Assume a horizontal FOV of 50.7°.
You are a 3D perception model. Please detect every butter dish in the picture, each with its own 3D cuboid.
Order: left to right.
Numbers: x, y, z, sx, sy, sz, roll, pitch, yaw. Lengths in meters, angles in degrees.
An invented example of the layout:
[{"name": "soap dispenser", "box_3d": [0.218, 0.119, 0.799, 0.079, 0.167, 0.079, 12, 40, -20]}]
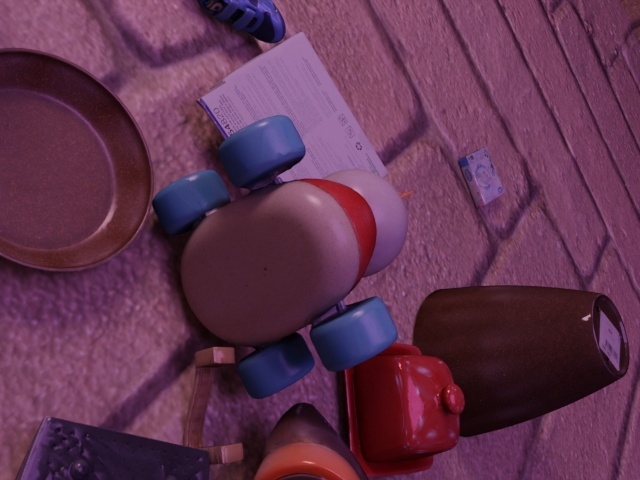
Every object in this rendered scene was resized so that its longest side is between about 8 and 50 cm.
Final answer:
[{"name": "butter dish", "box_3d": [0.116, 0.194, 0.803, 0.160, 0.118, 0.160, 14, 66, -44]}]

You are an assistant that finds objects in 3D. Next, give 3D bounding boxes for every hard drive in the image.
[{"name": "hard drive", "box_3d": [-0.174, 0.275, 0.502, 0.172, 0.054, 0.255, 28, 56, -38]}]

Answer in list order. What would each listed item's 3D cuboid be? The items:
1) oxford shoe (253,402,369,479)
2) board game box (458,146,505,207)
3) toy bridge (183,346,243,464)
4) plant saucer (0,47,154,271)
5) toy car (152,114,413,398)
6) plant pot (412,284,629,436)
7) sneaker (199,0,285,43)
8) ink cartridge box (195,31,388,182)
[{"name": "oxford shoe", "box_3d": [0.038, 0.326, 0.663, 0.133, 0.130, 0.364, -84, 159, -71]}, {"name": "board game box", "box_3d": [0.282, -0.112, 1.177, 0.090, 0.020, 0.090, -26, 94, -49]}, {"name": "toy bridge", "box_3d": [-0.097, 0.195, 0.610, 0.026, 0.063, 0.188, 7, 70, -46]}, {"name": "plant saucer", "box_3d": [-0.238, -0.066, 0.581, 0.198, 0.036, 0.199, 20, 61, -41]}, {"name": "toy car", "box_3d": [0.000, 0.000, 0.684, 0.238, 0.210, 0.219, -25, 87, -51]}, {"name": "plant pot", "box_3d": [0.282, 0.149, 0.916, 0.215, 0.230, 0.215, 20, 62, -42]}, {"name": "sneaker", "box_3d": [-0.105, -0.280, 0.799, 0.144, 0.053, 0.059, 37, 49, -21]}, {"name": "ink cartridge box", "box_3d": [-0.032, -0.115, 0.816, 0.223, 0.045, 0.224, 57, 43, -14]}]
